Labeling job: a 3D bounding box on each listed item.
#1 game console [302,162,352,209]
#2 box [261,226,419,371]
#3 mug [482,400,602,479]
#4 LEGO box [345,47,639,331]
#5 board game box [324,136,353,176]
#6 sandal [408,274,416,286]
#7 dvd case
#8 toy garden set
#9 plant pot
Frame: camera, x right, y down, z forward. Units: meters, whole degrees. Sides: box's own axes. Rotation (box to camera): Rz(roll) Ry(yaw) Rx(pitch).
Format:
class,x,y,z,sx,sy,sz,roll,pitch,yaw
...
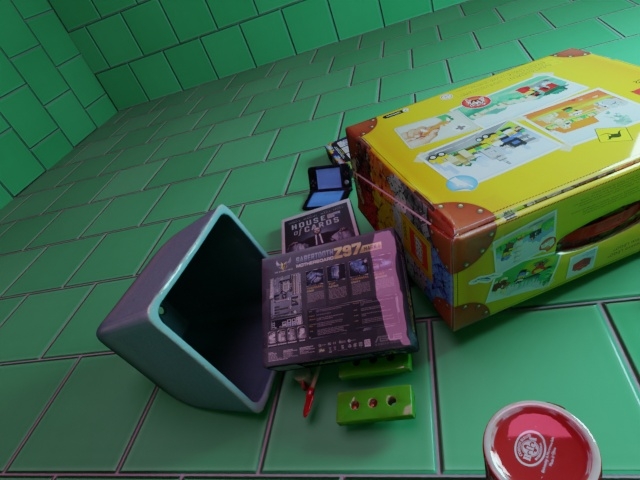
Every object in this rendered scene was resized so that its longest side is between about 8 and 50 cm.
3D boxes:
class,x,y,z,sx,sy,sz,roll,pitch,yaw
game console,0.013,-0.139,1.116,0.122,0.107,0.071,-1,12,27
box,0.021,0.094,0.673,0.233,0.059,0.183,-14,63,19
mug,0.213,0.229,0.433,0.113,0.169,0.150,-15,36,13
LEGO box,0.347,-0.124,0.743,0.501,0.193,0.372,-21,40,-7
board game box,0.102,-0.247,1.227,0.141,0.048,0.170,-22,35,-2
sandal,0.210,0.025,0.802,0.255,0.054,0.097,-13,36,14
dvd case,0.000,0.000,0.973,0.180,0.029,0.238,-17,36,6
toy garden set,0.046,0.180,0.697,0.204,0.049,0.244,-14,41,20
plant pot,-0.225,0.135,0.751,0.253,0.247,0.247,-19,32,31
